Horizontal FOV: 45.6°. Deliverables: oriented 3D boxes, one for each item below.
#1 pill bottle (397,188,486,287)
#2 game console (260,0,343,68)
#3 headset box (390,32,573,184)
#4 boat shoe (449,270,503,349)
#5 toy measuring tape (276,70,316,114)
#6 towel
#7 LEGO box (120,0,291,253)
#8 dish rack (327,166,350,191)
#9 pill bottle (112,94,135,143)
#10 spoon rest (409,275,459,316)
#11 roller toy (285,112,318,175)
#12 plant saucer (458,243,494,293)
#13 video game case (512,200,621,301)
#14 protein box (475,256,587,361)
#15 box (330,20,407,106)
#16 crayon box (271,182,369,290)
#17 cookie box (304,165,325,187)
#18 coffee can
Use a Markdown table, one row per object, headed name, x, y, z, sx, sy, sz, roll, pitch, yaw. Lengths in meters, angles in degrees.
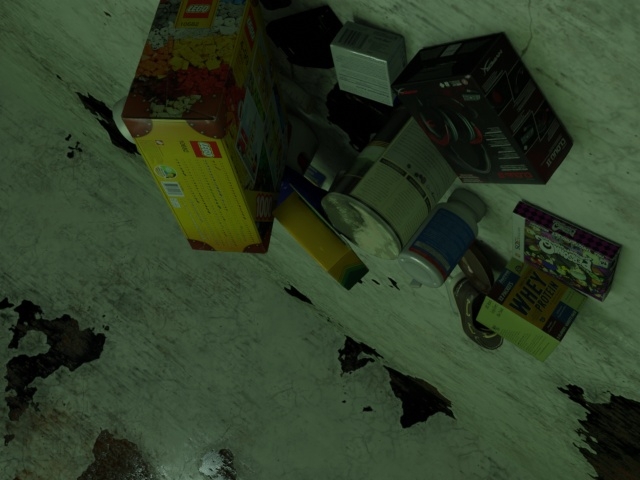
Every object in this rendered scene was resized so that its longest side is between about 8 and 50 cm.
| name | x | y | z | sx | sy | sz | roll | pitch | yaw |
| --- | --- | --- | --- | --- | --- | --- | --- | --- | --- |
| pill bottle | 0.287 | -0.009 | 1.760 | 0.124 | 0.221 | 0.124 | 35 | 163 | 12 |
| game console | -0.082 | -0.498 | 1.569 | 0.361 | 0.044 | 0.213 | 48 | 159 | -29 |
| headset box | 0.301 | -0.218 | 1.391 | 0.293 | 0.110 | 0.218 | 48 | 160 | -27 |
| boat shoe | 0.457 | 0.218 | 2.152 | 0.324 | 0.117 | 0.096 | 60 | 176 | -40 |
| toy measuring tape | -0.165 | -0.408 | 1.864 | 0.330 | 0.121 | 0.121 | 35 | 165 | -21 |
| towel | -0.044 | -0.110 | 2.051 | 0.308 | 0.076 | 0.228 | 31 | 165 | -35 |
| LEGO box | -0.220 | -0.253 | 1.666 | 0.193 | 0.372 | 0.500 | 3 | 151 | 10 |
| dish rack | 0.181 | -0.076 | 2.059 | 0.333 | 0.072 | 0.285 | 38 | 162 | 2 |
| pill bottle | -0.378 | -0.374 | 1.982 | 0.319 | 0.176 | 0.176 | -25 | 126 | 22 |
| spoon rest | 0.396 | 0.164 | 2.259 | 0.276 | 0.084 | 0.137 | 30 | 168 | -21 |
| roller toy | -0.106 | -0.256 | 2.054 | 0.209 | 0.146 | 0.191 | 35 | 162 | -25 |
| plant saucer | 0.398 | 0.061 | 1.972 | 0.168 | 0.029 | 0.168 | 55 | 170 | 14 |
| video game case | 0.529 | 0.026 | 1.668 | 0.232 | 0.042 | 0.210 | 30 | 162 | 26 |
| protein box | 0.520 | 0.172 | 1.898 | 0.201 | 0.136 | 0.200 | 33 | 163 | 16 |
| box | 0.099 | -0.349 | 1.507 | 0.126 | 0.072 | 0.137 | 23 | 158 | 21 |
| crayon box | 0.000 | 0.000 | 1.841 | 0.203 | 0.083 | 0.323 | 46 | 179 | 18 |
| cookie box | -0.039 | -0.184 | 2.276 | 0.092 | 0.040 | 0.107 | 38 | 162 | 3 |
| coffee can | 0.162 | -0.125 | 1.628 | 0.201 | 0.275 | 0.201 | 34 | 162 | 13 |
